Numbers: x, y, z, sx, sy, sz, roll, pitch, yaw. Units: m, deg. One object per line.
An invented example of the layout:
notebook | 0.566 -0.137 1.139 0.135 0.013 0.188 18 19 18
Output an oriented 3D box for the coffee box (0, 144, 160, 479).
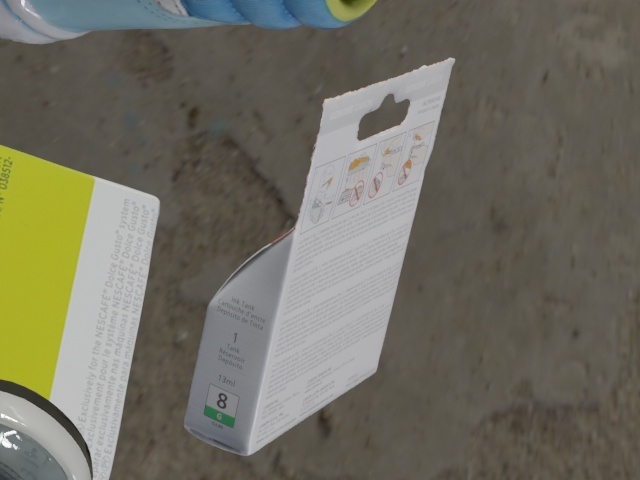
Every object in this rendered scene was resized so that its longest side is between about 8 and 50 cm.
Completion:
coffee box | -0.328 0.114 1.063 0.334 0.338 0.338 19 70 -26

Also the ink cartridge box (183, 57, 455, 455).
ink cartridge box | 0.000 0.000 1.209 0.056 0.181 0.224 20 111 23

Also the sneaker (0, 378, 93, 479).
sneaker | -0.206 0.186 0.733 0.124 0.178 0.295 40 112 -15

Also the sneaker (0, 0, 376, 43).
sneaker | -0.023 -0.218 0.663 0.208 0.127 0.319 9 107 25
